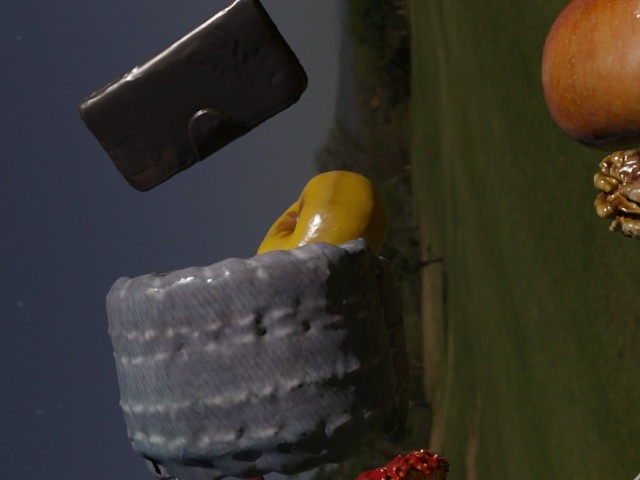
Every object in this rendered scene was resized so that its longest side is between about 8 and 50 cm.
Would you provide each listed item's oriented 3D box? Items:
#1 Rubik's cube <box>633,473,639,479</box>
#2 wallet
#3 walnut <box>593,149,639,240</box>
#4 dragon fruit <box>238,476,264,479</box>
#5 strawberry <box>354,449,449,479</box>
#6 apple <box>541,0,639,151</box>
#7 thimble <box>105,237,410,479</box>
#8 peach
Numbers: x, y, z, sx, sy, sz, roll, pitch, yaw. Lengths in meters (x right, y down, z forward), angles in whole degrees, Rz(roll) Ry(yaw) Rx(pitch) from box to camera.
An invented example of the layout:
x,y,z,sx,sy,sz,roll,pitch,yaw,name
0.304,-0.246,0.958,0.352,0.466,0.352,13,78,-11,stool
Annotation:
x,y,z,sx,sy,sz,roll,pitch,yaw,name
0.557,0.435,1.232,0.291,0.290,0.291,49,139,19,Rubik's cube
-0.178,-0.199,1.268,0.165,0.309,0.042,58,-163,-14,wallet
0.479,-0.065,1.415,0.170,0.069,0.143,-131,29,-65,walnut
-0.177,0.424,1.454,0.092,0.192,0.122,52,169,51,dragon fruit
0.074,0.424,1.330,0.306,0.138,0.233,-29,-53,-55,strawberry
0.320,-0.181,0.868,0.210,0.235,0.173,-30,-75,-50,apple
-0.049,0.094,0.731,0.205,0.236,0.172,-14,-87,-74,thimble
0.000,0.000,1.041,0.103,0.179,0.179,37,-155,-18,peach
